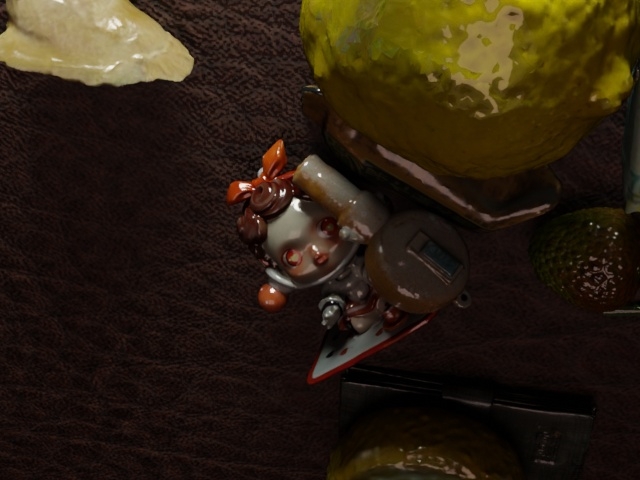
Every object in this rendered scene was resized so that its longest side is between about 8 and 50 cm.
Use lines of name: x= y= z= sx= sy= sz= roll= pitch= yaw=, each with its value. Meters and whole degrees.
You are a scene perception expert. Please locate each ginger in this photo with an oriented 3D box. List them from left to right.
ginger: x=-0.214 y=-0.225 z=1.020 sx=0.193 sy=0.115 sz=0.123 roll=10 pitch=112 yaw=-10

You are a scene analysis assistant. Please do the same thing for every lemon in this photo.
lemon: x=0.118 y=-0.188 z=0.869 sx=0.322 sy=0.268 sz=0.268 roll=25 pitch=133 yaw=28

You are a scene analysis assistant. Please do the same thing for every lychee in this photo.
lychee: x=0.290 y=0.021 z=1.088 sx=0.146 sy=0.114 sz=0.114 roll=14 pitch=131 yaw=31

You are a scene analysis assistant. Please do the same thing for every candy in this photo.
candy: x=0.099 y=-0.088 z=1.047 sx=0.271 sy=0.101 sz=0.143 roll=23 pitch=172 yaw=-6
candy: x=0.131 y=0.314 z=1.290 sx=0.260 sy=0.118 sz=0.260 roll=6 pitch=129 yaw=7

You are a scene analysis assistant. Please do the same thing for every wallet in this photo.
wallet: x=0.179 y=0.247 z=1.319 sx=0.317 sy=0.044 sz=0.169 roll=8 pitch=130 yaw=8

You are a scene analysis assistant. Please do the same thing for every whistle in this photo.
whistle: x=0.066 y=-0.008 z=1.036 sx=0.220 sy=0.107 sz=0.057 roll=40 pitch=150 yaw=5

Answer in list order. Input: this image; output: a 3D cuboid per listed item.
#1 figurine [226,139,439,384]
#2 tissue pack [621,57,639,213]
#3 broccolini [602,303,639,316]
figurine: x=0.000 y=0.000 z=1.121 sx=0.183 sy=0.160 sz=0.226 roll=-32 pitch=106 yaw=28
tissue pack: x=0.409 y=-0.210 z=0.860 sx=0.287 sy=0.162 sz=0.388 roll=1 pitch=127 yaw=12
broccolini: x=0.423 y=0.076 z=1.147 sx=0.218 sy=0.042 sz=0.044 roll=0 pitch=125 yaw=13
